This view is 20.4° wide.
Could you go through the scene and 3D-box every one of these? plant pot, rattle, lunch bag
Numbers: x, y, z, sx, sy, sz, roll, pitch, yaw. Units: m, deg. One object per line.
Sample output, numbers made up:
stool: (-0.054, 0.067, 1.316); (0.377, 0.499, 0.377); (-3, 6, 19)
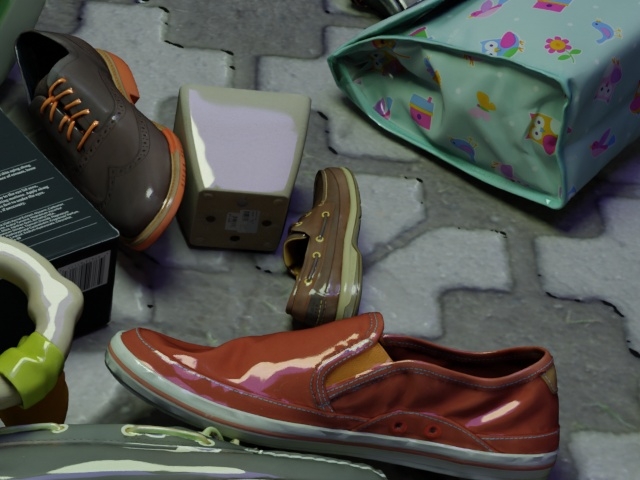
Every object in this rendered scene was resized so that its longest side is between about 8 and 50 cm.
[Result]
plant pot: (-0.068, -0.052, 1.453); (0.109, 0.109, 0.096); (5, 51, -9)
rattle: (-0.264, 0.055, 1.205); (0.199, 0.143, 0.130); (15, 79, 0)
lunch bag: (0.168, -0.169, 1.603); (0.262, 0.160, 0.223); (23, 43, 33)

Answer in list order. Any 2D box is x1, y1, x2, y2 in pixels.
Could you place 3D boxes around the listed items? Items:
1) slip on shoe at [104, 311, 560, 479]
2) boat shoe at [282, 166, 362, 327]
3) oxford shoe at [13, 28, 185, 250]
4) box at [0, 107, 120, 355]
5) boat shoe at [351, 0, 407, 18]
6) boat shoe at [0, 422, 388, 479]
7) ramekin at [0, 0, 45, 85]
slip on shoe: (0.013, 0.095, 1.260); (0.331, 0.101, 0.123); (10, 10, -5)
boat shoe: (0.000, 0.001, 1.429); (0.060, 0.064, 0.178); (7, 42, -7)
oxford shoe: (-0.189, -0.085, 1.445); (0.098, 0.097, 0.271); (30, 15, -38)
box: (-0.309, 0.018, 1.313); (0.261, 0.103, 0.184); (-22, 52, -33)
boat shoe: (0.044, -0.249, 1.763); (0.042, 0.049, 0.133); (-37, 61, -9)
boat shoe: (-0.096, 0.166, 1.172); (0.305, 0.109, 0.091); (0, 45, -7)
ramekin: (-0.342, -0.211, 1.438); (0.148, 0.303, 0.303); (29, 42, 11)
